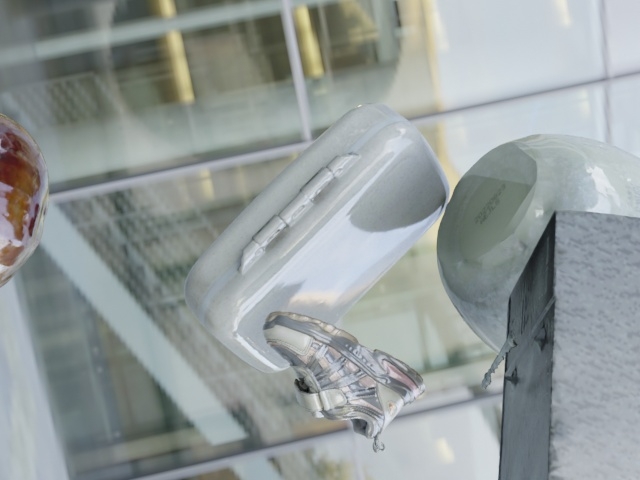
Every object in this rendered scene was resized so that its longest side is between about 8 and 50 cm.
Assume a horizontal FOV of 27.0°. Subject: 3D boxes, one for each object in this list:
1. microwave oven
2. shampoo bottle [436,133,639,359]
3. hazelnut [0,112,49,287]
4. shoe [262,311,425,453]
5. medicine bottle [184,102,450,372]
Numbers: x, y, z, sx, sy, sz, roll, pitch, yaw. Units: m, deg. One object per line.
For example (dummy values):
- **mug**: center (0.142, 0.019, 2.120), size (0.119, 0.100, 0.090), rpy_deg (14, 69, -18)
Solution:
- **microwave oven**: center (0.341, 0.228, 1.234), size (0.236, 0.374, 0.432), rpy_deg (102, -6, -67)
- **shampoo bottle**: center (0.327, 0.023, 1.762), size (0.317, 0.322, 0.322), rpy_deg (25, 34, -39)
- **hazelnut**: center (-0.431, -0.044, 1.653), size (0.234, 0.218, 0.218), rpy_deg (-60, -173, -2)
- **shoe**: center (0.012, 0.142, 1.350), size (0.092, 0.180, 0.089), rpy_deg (-64, -169, -12)
- **medicine bottle**: center (0.000, 0.000, 1.767), size (0.123, 0.375, 0.282), rpy_deg (42, -4, 31)
